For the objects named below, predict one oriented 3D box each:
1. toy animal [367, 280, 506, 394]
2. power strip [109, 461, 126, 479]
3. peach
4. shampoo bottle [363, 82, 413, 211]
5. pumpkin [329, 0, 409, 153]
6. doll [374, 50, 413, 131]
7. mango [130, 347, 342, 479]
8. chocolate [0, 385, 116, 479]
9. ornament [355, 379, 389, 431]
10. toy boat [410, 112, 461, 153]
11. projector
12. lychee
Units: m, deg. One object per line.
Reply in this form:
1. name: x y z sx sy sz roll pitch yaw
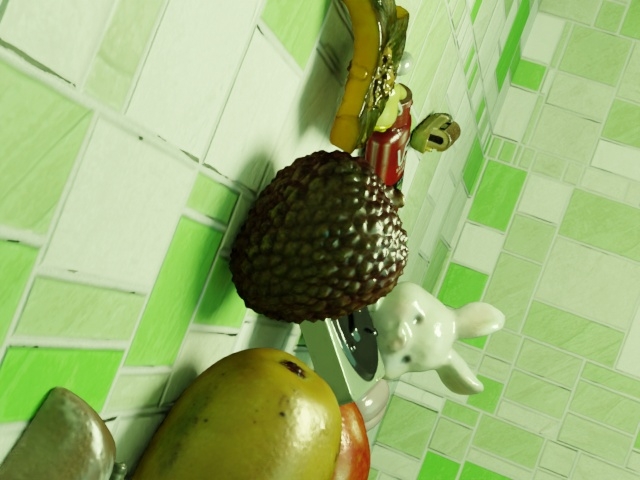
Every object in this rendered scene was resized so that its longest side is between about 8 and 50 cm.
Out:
1. toy animal: 0.164 0.166 1.937 0.241 0.368 0.196 -8 116 -61
2. power strip: -0.288 0.429 1.119 0.066 0.092 0.387 -3 114 -76
3. peach: -0.035 0.365 1.701 0.281 0.238 0.281 -30 131 -41
4. shampoo bottle: 0.125 -0.160 1.887 0.118 0.076 0.314 -48 156 -37
5. pumpkin: 0.066 -0.260 1.486 0.290 0.095 0.258 -22 127 -76
6. doll: 0.108 -0.261 1.699 0.106 0.062 0.162 -10 129 -36
7. mango: -0.139 0.347 1.308 0.445 0.232 0.300 -56 167 -20
8. chocolate: -0.277 0.286 0.979 0.157 0.080 0.254 89 25 -56
9. ornament: 0.058 0.342 2.150 0.177 0.178 0.177 20 90 -76
10. toy boat: 0.271 -0.246 2.302 0.226 0.088 0.068 -43 151 -63
11. projector: 0.033 0.134 1.681 0.257 0.079 0.259 -12 82 -75
12. lychee: 0.000 0.000 1.356 0.271 0.236 0.236 -34 152 -20
